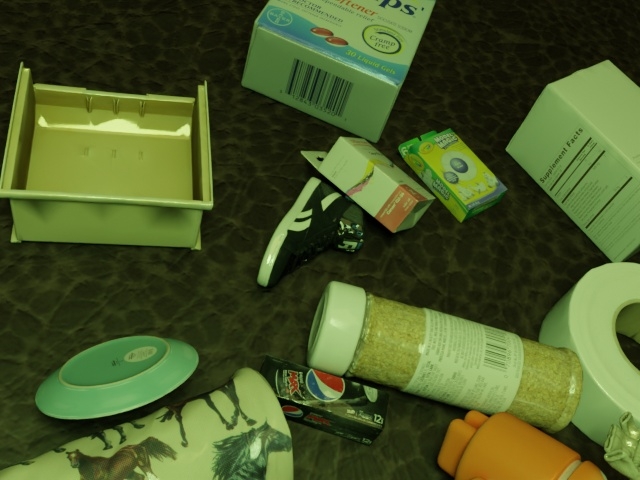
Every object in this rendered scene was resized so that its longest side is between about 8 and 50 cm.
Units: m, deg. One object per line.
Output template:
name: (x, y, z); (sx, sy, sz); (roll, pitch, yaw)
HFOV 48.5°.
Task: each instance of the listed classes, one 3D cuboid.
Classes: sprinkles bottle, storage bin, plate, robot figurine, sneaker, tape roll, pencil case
sprinkles bottle: (0.164, 0.158, 0.956); (0.355, 0.121, 0.121); (16, 52, -5)
storage bin: (-0.296, -0.125, 1.019); (0.262, 0.123, 0.261); (2, 55, -15)
plate: (-0.236, 0.148, 0.826); (0.188, 0.024, 0.188); (-9, 16, 3)
robot figurine: (0.252, 0.292, 0.858); (0.219, 0.158, 0.128); (28, 73, 36)
sneaker: (0.000, 0.000, 1.046); (0.121, 0.079, 0.217); (25, 50, 4)
tape roll: (0.475, 0.176, 1.054); (0.286, 0.100, 0.286); (9, 52, -12)
pencil case: (-0.216, 0.267, 0.727); (0.410, 0.183, 0.160); (-17, 103, -30)

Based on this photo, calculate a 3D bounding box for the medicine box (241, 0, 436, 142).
medicine box: (0.038, -0.360, 1.277); (0.263, 0.149, 0.289); (23, 53, 0)

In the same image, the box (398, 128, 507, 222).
box: (0.226, -0.124, 1.231); (0.105, 0.043, 0.179); (-26, 64, -31)

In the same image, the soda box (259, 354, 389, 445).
soda box: (-0.002, 0.204, 0.909); (0.168, 0.060, 0.053); (18, 51, -4)

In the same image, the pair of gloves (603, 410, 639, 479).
pair of gloves: (0.363, 0.324, 0.773); (0.204, 0.042, 0.240); (51, 55, -3)

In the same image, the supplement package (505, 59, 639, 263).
supplement package: (0.510, -0.140, 1.244); (0.177, 0.175, 0.293); (-25, 65, -29)

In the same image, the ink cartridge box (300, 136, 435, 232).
ink cartridge box: (0.075, -0.102, 1.121); (0.198, 0.067, 0.115); (41, 18, 13)
